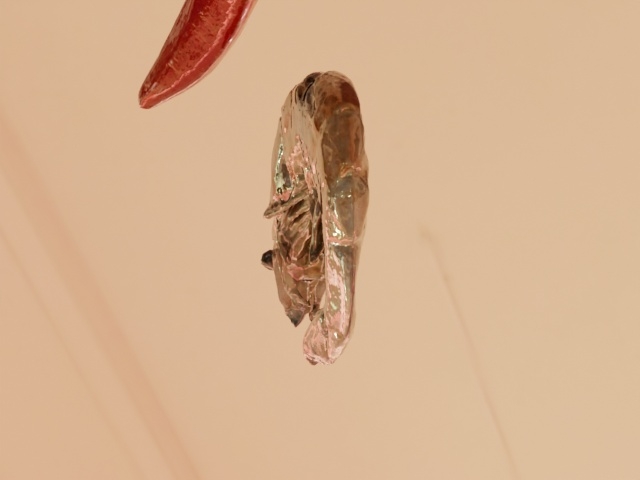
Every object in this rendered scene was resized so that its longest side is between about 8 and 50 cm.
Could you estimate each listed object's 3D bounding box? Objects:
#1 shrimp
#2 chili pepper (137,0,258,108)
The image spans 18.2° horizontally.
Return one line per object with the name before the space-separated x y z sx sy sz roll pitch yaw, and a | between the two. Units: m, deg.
shrimp | 0.000 0.000 1.767 0.085 0.360 0.247 -2 -120 -10
chili pepper | -0.102 -0.223 1.907 0.071 0.272 0.063 37 -145 9
